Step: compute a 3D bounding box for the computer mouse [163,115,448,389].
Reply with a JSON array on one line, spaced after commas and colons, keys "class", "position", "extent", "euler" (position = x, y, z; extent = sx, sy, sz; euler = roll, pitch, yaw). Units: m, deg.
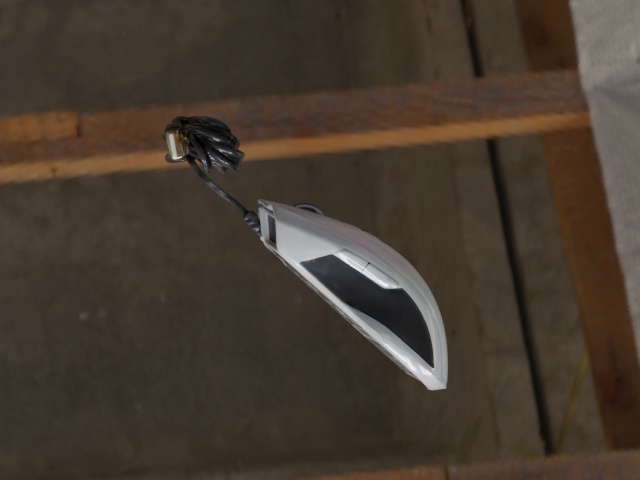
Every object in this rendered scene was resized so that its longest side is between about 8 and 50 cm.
[{"class": "computer mouse", "position": [0.000, 0.000, 0.724], "extent": [0.193, 0.106, 0.042], "euler": [42, -95, -5]}]
